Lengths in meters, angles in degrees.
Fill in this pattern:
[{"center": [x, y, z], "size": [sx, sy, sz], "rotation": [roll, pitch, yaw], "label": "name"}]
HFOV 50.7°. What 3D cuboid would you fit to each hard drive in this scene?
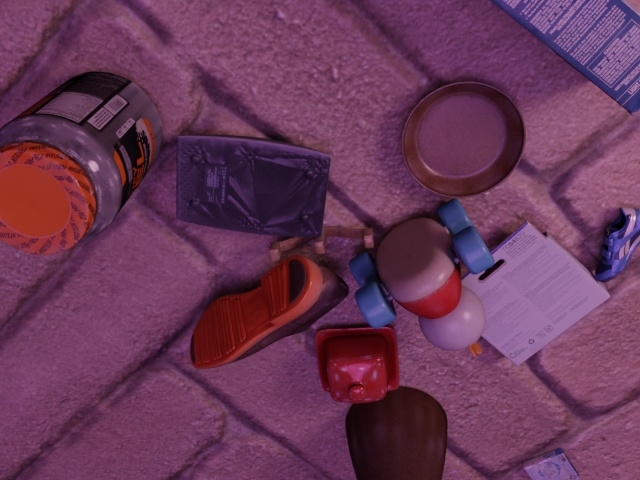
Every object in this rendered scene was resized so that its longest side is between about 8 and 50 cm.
[{"center": [-0.115, -0.097, 1.149], "size": [0.254, 0.054, 0.172], "rotation": [7, 119, 0], "label": "hard drive"}]

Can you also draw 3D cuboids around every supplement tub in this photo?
[{"center": [-0.364, -0.121, 1.004], "size": [0.193, 0.316, 0.194], "rotation": [2, 119, 3], "label": "supplement tub"}]

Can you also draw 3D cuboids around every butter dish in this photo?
[{"center": [0.071, 0.258, 1.293], "size": [0.159, 0.118, 0.160], "rotation": [-3, 119, 6], "label": "butter dish"}]

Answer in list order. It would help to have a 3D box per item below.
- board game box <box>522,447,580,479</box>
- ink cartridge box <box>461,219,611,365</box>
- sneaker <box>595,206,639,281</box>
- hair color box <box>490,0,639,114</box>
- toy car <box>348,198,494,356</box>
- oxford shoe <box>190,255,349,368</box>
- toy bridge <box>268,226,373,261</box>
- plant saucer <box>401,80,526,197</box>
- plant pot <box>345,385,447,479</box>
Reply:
[{"center": [0.496, 0.495, 1.450], "size": [0.090, 0.020, 0.090], "rotation": [-29, 113, 17], "label": "board game box"}, {"center": [0.363, 0.093, 1.225], "size": [0.224, 0.045, 0.223], "rotation": [40, 114, -15], "label": "ink cartridge box"}, {"center": [0.509, 0.005, 1.165], "size": [0.059, 0.053, 0.144], "rotation": [22, 109, -9], "label": "sneaker"}, {"center": [0.318, -0.334, 0.923], "size": [0.347, 0.174, 0.105], "rotation": [34, 117, -13], "label": "hair color box"}, {"center": [0.204, 0.097, 1.146], "size": [0.219, 0.210, 0.238], "rotation": [-31, 114, 11], "label": "toy car"}, {"center": [-0.103, 0.156, 1.248], "size": [0.363, 0.130, 0.132], "rotation": [-30, 145, 34], "label": "oxford shoe"}, {"center": [0.000, 0.000, 1.188], "size": [0.188, 0.063, 0.026], "rotation": [-8, 118, 8], "label": "toy bridge"}, {"center": [0.230, -0.165, 1.099], "size": [0.198, 0.036, 0.199], "rotation": [2, 118, 3], "label": "plant saucer"}, {"center": [0.152, 0.445, 1.326], "size": [0.215, 0.230, 0.215], "rotation": [2, 119, 3], "label": "plant pot"}]
